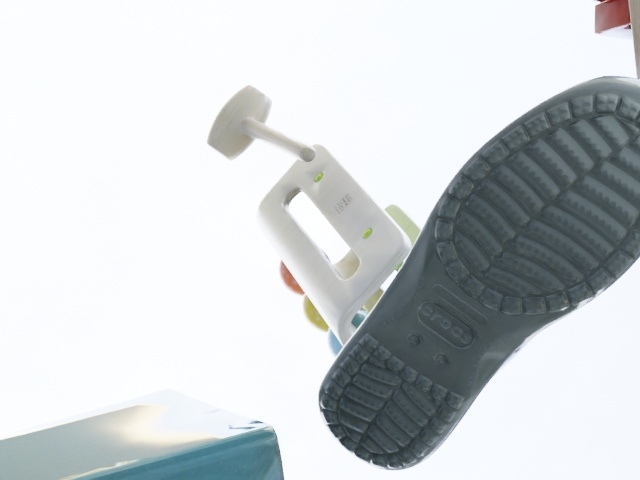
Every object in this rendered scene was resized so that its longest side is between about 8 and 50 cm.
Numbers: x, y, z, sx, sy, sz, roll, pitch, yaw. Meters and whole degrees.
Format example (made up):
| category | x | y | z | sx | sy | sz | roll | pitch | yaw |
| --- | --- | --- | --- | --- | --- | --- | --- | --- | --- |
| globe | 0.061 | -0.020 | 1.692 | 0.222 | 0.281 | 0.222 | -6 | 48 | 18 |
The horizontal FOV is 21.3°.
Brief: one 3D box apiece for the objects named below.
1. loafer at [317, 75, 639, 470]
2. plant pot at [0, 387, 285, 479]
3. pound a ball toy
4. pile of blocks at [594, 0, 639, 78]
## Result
| category | x | y | z | sx | sy | sz | roll | pitch | yaw |
| --- | --- | --- | --- | --- | --- | --- | --- | --- | --- |
| loafer | 0.090 | 0.009 | 0.863 | 0.251 | 0.094 | 0.087 | -47 | 180 | 27 |
| plant pot | -0.147 | 0.186 | 0.842 | 0.165 | 0.234 | 0.165 | -174 | -105 | -66 |
| pound a ball toy | 0.000 | 0.000 | 1.605 | 0.136 | 0.208 | 0.319 | -50 | -151 | 6 |
| pile of blocks | 0.185 | -0.226 | 1.037 | 0.113 | 0.362 | 0.149 | 2 | -111 | 19 |
